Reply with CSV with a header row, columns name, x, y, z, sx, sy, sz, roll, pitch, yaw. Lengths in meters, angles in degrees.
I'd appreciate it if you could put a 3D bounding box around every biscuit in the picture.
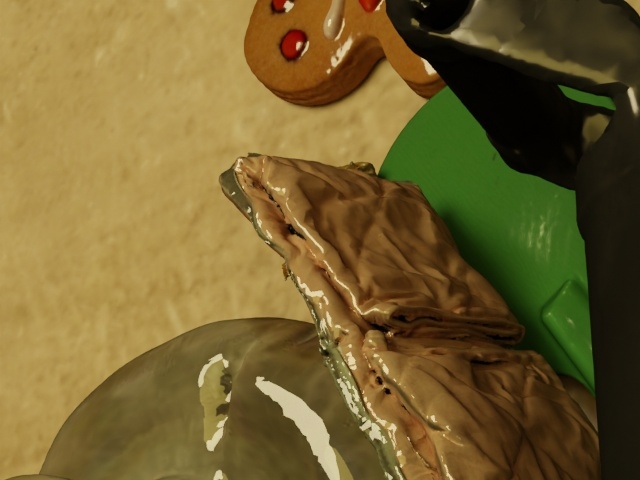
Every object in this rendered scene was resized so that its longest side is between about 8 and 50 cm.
name,x,y,z,sx,sy,sz,roll,pitch,yaw
biscuit,0.056,-0.155,0.820,0.250,0.036,0.165,-28,57,26

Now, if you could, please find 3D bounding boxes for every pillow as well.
name,x,y,z,sx,sy,sz,roll,pitch,yaw
pillow,0.048,0.047,0.646,0.043,0.126,0.232,-51,49,26

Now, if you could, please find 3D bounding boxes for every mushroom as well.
name,x,y,z,sx,sy,sz,roll,pitch,yaw
mushroom,-0.054,0.141,0.668,0.243,0.243,0.243,-14,65,33

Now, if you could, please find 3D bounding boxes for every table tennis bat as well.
name,x,y,z,sx,sy,sz,roll,pitch,yaw
table tennis bat,0.106,0.020,0.716,0.160,0.039,0.257,-50,47,18

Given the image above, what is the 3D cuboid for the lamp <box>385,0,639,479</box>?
name,x,y,z,sx,sy,sz,roll,pitch,yaw
lamp,0.182,0.075,0.514,0.374,0.205,0.272,13,79,25

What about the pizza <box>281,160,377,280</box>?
name,x,y,z,sx,sy,sz,roll,pitch,yaw
pizza,-0.001,-0.001,0.794,0.083,0.025,0.078,-36,48,41
